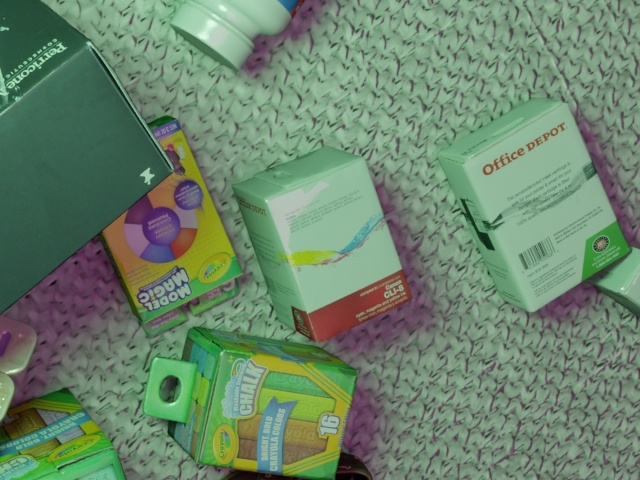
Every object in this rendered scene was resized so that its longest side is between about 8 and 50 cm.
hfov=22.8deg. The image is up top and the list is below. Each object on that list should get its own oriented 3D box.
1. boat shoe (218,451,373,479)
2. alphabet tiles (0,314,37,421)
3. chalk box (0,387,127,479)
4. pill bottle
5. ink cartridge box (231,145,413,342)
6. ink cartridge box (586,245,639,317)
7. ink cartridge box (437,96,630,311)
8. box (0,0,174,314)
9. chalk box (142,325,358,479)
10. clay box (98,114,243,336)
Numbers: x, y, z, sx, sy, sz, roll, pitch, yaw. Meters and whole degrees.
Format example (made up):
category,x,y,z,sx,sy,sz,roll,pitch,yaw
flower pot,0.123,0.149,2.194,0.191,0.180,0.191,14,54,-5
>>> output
category,x,y,z,sx,sy,sz,roll,pitch,yaw
boat shoe,-0.040,0.294,1.836,0.207,0.073,0.073,-18,106,-16
alphabet tiles,-0.441,0.119,1.591,0.278,0.021,0.284,19,69,4
chalk box,-0.281,0.295,1.626,0.179,0.289,0.180,-20,109,-17
pill bottle,-0.063,-0.296,1.697,0.124,0.124,0.221,34,88,-22
ink cartridge box,0.000,0.000,1.769,0.127,0.128,0.176,-24,107,-15
ink cartridge box,0.409,0.065,1.943,0.150,0.109,0.063,33,88,-22
ink cartridge box,0.251,-0.046,1.877,0.153,0.087,0.208,-30,109,-13
box,-0.373,-0.082,1.494,0.343,0.312,0.179,-41,136,-10
chalk box,-0.088,0.177,1.765,0.213,0.132,0.132,10,95,-22
clay box,-0.175,-0.011,1.742,0.127,0.053,0.222,-27,107,-14
